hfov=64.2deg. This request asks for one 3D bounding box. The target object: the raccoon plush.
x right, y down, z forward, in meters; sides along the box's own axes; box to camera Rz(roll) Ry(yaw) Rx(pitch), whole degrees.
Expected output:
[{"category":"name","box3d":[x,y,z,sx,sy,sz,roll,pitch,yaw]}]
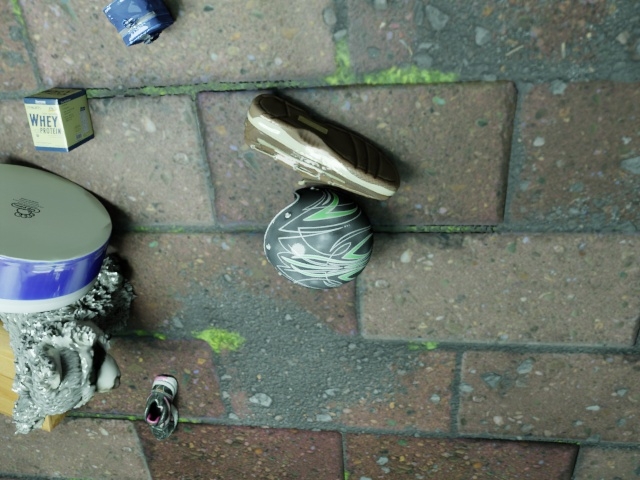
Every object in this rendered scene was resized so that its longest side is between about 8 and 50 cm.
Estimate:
[{"category":"raccoon plush","box3d":[-0.554,0.150,0.906,0.446,0.299,0.216,13,120,2]}]

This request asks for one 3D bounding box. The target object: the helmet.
[{"category":"helmet","box3d":[0.000,0.000,0.820,0.169,0.161,0.169,4,119,7]}]

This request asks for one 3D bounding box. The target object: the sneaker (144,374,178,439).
[{"category":"sneaker","box3d":[-0.363,0.385,1.132,0.072,0.077,0.178,9,120,5]}]

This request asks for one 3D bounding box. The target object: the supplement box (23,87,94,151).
[{"category":"supplement box","box3d":[-0.417,-0.195,0.821,0.056,0.083,0.083,4,118,5]}]

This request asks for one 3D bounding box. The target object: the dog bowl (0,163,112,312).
[{"category":"dog bowl","box3d":[-0.486,-0.011,0.828,0.265,0.265,0.104,27,116,-6]}]

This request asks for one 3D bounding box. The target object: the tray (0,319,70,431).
[{"category":"tray","box3d":[-0.739,0.250,1.084,0.411,0.076,0.203,16,120,10]}]

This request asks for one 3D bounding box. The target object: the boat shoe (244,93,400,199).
[{"category":"boat shoe","box3d":[-0.002,-0.129,0.802,0.257,0.095,0.095,31,132,-2]}]

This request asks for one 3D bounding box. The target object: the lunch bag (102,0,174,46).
[{"category":"lunch bag","box3d":[-0.253,-0.314,0.723,0.067,0.098,0.065,-27,114,15]}]
